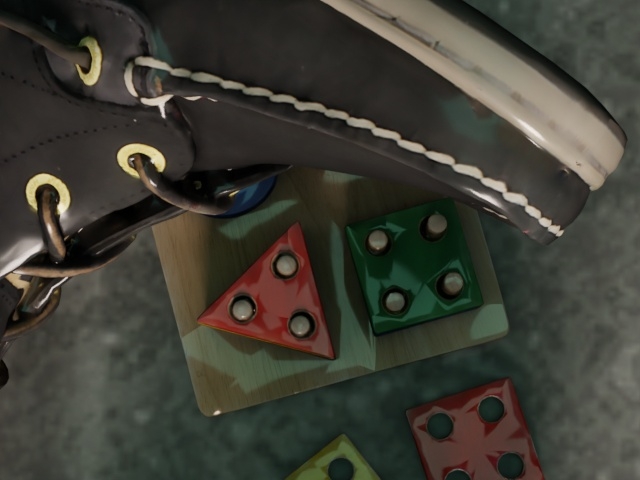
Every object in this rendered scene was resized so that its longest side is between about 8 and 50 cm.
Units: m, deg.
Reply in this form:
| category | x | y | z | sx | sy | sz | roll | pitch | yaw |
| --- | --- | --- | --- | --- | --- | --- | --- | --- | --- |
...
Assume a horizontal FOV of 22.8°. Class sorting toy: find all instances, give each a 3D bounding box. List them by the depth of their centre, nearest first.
| category | x | y | z | sx | sy | sz | roll | pitch | yaw |
| --- | --- | --- | --- | --- | --- | --- | --- | --- | --- |
| sorting toy | 0.000 | 0.000 | 0.642 | 0.132 | 0.046 | 0.274 | -15 | 84 | -1 |

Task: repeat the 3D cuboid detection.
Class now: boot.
| category | x | y | z | sx | sy | sz | roll | pitch | yaw |
| --- | --- | --- | --- | --- | --- | --- | --- | --- | --- |
| boot | -0.109 | 0.006 | 0.563 | 0.377 | 0.138 | 0.284 | 23 | 87 | 25 |
